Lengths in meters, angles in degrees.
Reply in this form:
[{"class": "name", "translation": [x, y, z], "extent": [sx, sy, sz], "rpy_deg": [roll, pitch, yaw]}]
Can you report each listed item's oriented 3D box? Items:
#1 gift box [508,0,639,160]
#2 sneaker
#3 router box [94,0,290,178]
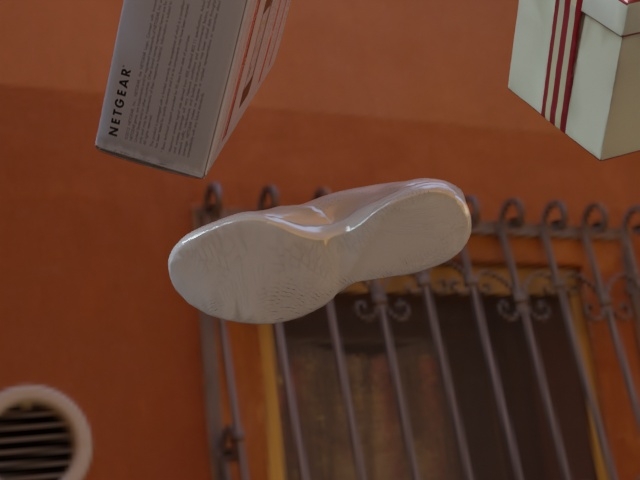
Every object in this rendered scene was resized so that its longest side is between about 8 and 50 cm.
[{"class": "gift box", "translation": [0.384, -0.290, 1.566], "extent": [0.255, 0.276, 0.258], "rpy_deg": [-18, -49, -26]}, {"class": "sneaker", "translation": [0.000, 0.000, 0.860], "extent": [0.212, 0.080, 0.094], "rpy_deg": [-11, 18, 5]}, {"class": "router box", "translation": [-0.057, -0.252, 0.888], "extent": [0.082, 0.301, 0.335], "rpy_deg": [16, -66, 0]}]
